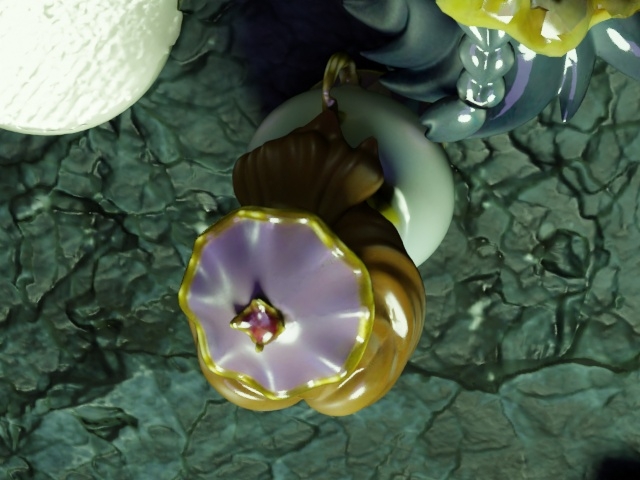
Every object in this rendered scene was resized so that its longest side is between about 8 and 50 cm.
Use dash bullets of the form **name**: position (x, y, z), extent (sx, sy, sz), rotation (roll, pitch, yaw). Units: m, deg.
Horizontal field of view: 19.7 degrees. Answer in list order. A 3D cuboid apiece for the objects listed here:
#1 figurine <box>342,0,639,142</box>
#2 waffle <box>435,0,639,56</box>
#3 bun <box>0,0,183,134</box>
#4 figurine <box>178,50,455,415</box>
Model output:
- **figurine**: position (0.096, -0.168, 1.020), extent (0.175, 0.197, 0.265), rotation (-27, 116, -10)
- **waffle**: position (0.121, -0.285, 0.860), extent (0.380, 0.095, 0.382), rotation (27, 87, 2)
- **bun**: position (-0.172, -0.155, 1.128), extent (0.173, 0.120, 0.173), rotation (-7, 122, -11)
- **figurine**: position (0.000, 0.000, 1.097), extent (0.142, 0.263, 0.189), rotation (0, 122, 18)
